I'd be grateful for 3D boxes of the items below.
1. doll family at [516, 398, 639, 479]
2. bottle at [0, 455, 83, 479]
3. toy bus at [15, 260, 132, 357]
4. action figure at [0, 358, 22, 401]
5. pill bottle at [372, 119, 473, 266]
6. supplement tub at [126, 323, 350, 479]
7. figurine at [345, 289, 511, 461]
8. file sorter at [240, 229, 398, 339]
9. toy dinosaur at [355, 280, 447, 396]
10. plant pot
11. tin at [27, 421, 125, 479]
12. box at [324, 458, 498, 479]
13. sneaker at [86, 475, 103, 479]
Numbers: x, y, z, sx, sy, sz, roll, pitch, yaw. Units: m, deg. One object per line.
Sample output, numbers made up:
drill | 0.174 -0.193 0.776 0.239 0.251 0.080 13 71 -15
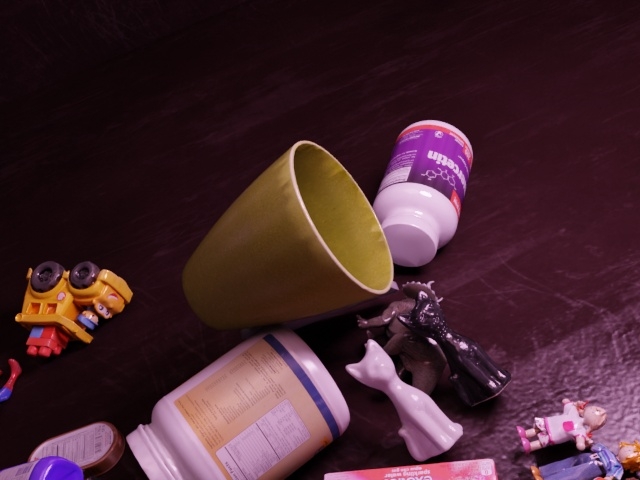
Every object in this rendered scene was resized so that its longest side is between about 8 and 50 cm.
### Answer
doll family | 0.400 0.349 1.066 0.163 0.118 0.263 -19 21 10
bottle | -0.528 0.452 1.261 0.283 0.092 0.118 -24 47 32
toy bus | -0.559 0.166 1.627 0.220 0.149 0.211 -2 56 17
action figure | -0.721 0.347 1.487 0.092 0.139 0.280 -9 43 14
pill bottle | 0.217 -0.100 1.569 0.182 0.181 0.323 0 44 22
supplement tub | -0.135 0.309 1.214 0.316 0.228 0.228 -34 42 -16
figurine | 0.172 0.219 1.212 0.215 0.092 0.209 -40 85 -24
file sorter | -0.020 0.063 1.399 0.278 0.193 0.173 -22 78 10
toy dinosaur | 0.164 0.181 1.324 0.160 0.121 0.313 -22 37 8
plant pot | -0.077 0.028 1.205 0.294 0.275 0.274 -30 36 22
tin | -0.467 0.408 1.388 0.190 0.040 0.106 -20 36 0
box | 0.138 0.413 1.065 0.257 0.128 0.122 -9 41 12
sneaker | -0.338 0.519 1.183 0.124 0.107 0.283 -49 42 -10
